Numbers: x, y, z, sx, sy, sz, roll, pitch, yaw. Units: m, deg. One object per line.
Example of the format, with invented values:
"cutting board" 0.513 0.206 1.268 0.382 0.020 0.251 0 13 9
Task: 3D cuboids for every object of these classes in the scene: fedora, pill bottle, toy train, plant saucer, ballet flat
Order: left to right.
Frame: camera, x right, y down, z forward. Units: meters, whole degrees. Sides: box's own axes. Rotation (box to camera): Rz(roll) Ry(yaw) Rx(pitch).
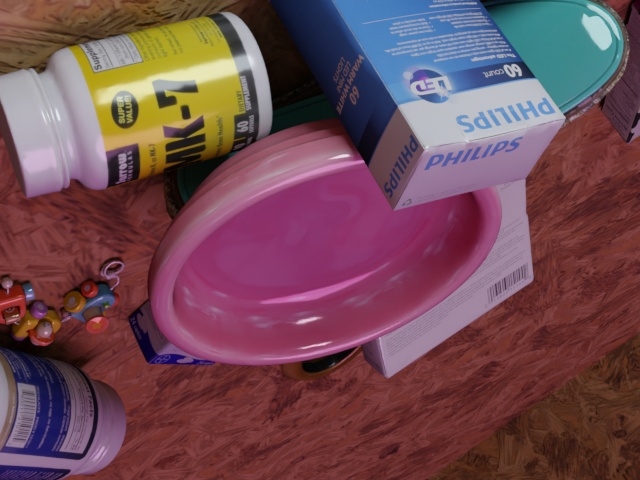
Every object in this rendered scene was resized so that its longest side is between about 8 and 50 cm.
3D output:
"pill bottle" -0.358 0.213 1.153 0.153 0.153 0.264 -34 154 11
"toy train" -0.298 0.079 1.089 0.166 0.046 0.125 -14 151 -27
"pill bottle" -0.156 -0.111 0.797 0.208 0.119 0.119 -19 153 -20
"plant saucer" 0.000 0.000 0.893 0.332 0.084 0.332 -14 147 -9
"fedora" 0.008 0.128 1.450 0.194 0.079 0.194 -26 147 -18
"ballet flat" 0.070 -0.123 0.999 0.482 0.164 0.182 -23 176 1

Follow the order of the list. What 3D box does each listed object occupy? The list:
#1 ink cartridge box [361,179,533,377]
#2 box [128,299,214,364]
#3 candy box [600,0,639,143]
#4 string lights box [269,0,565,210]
"ink cartridge box" 0.175 0.023 1.384 0.296 0.066 0.261 -31 131 -21
"box" -0.151 0.096 1.240 0.137 0.072 0.126 -41 152 24
"candy box" 0.463 -0.239 1.235 0.159 0.071 0.233 -26 155 -6
"string lights box" 0.063 -0.158 0.764 0.133 0.260 0.077 -14 151 -27
